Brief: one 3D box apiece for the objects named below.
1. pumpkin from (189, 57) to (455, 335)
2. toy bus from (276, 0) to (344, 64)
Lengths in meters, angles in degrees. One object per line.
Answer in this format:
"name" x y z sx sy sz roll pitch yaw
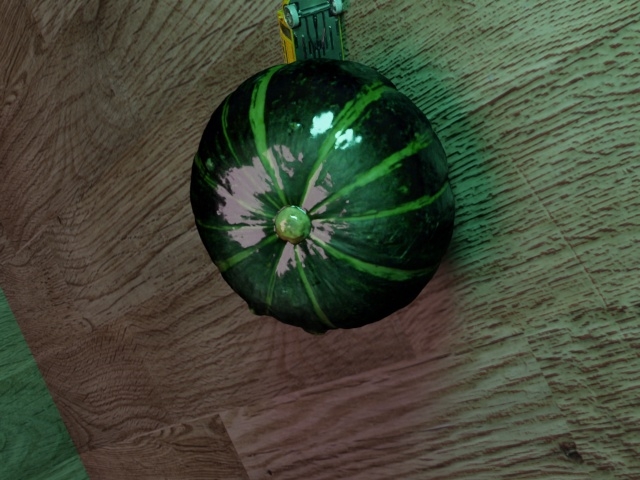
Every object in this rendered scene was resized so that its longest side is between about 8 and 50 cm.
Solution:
"pumpkin" 0.003 -0.051 1.528 0.323 0.241 0.323 8 109 25
"toy bus" -0.012 -0.244 1.625 0.074 0.069 0.162 45 149 51
